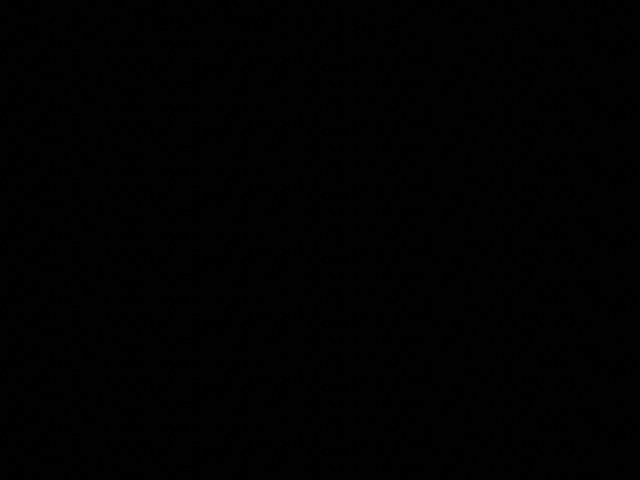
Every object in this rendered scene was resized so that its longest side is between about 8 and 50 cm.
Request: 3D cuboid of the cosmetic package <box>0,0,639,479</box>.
[{"bbox_3d":[0.038,0.120,0.204,0.329,0.394,0.327,-9,15,-37],"label":"cosmetic package"}]
